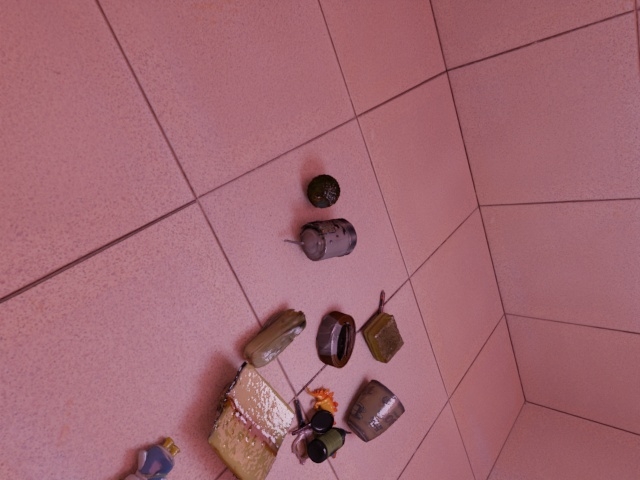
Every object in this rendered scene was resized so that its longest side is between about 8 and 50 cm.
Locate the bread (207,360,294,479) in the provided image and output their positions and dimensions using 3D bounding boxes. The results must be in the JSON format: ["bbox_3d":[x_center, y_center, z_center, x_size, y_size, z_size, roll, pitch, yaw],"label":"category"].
[{"bbox_3d":[-0.297,0.728,1.584,0.405,0.242,0.345,46,62,-13],"label":"bread"}]

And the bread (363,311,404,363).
[{"bbox_3d":[0.339,0.528,2.170,0.184,0.111,0.234,-40,122,-29],"label":"bread"}]

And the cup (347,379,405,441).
[{"bbox_3d":[0.268,0.909,2.088,0.257,0.227,0.301,-39,146,-21],"label":"cup"}]

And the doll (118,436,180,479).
[{"bbox_3d":[-0.586,0.782,1.344,0.241,0.099,0.135,-37,138,-34],"label":"doll"}]

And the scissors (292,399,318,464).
[{"bbox_3d":[-0.079,0.880,1.859,0.160,0.024,0.316,-19,104,-39],"label":"scissors"}]

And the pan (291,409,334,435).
[{"bbox_3d":[-0.037,0.851,1.848,0.212,0.040,0.114,-11,103,-20],"label":"pan"}]

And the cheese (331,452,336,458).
[{"bbox_3d":[0.042,1.058,1.979,0.111,0.017,0.047,29,75,-39],"label":"cheese"}]

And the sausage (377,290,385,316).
[{"bbox_3d":[0.336,0.375,2.226,0.029,0.025,0.198,10,82,-6],"label":"sausage"}]

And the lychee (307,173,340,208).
[{"bbox_3d":[0.017,-0.233,1.839,0.171,0.171,0.170,-1,92,-43],"label":"lychee"}]

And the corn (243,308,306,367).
[{"bbox_3d":[-0.186,0.406,1.682,0.305,0.124,0.122,-40,115,-35],"label":"corn"}]

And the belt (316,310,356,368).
[{"bbox_3d":[0.078,0.479,1.941,0.184,0.105,0.260,7,89,-45],"label":"belt"}]

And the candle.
[{"bbox_3d":[0.000,0.000,1.807,0.331,0.188,0.187,-10,98,-40],"label":"candle"}]

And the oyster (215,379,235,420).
[{"bbox_3d":[-0.338,0.638,1.581,0.191,0.081,0.163,-55,129,-22],"label":"oyster"}]

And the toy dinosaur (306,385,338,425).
[{"bbox_3d":[0.022,0.771,1.918,0.117,0.071,0.288,-38,111,-29],"label":"toy dinosaur"}]

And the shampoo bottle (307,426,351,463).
[{"bbox_3d":[0.050,0.958,1.911,0.284,0.101,0.101,8,86,-59],"label":"shampoo bottle"}]
